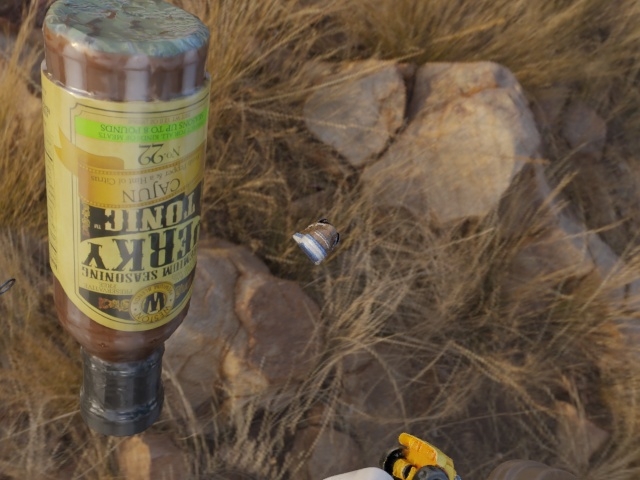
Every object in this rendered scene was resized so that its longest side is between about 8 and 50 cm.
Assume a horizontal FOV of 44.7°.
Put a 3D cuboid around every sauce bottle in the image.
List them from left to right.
[{"bbox_3d":[-0.144,0.001,0.578,0.111,0.345,0.111,6,33,-4],"label":"sauce bottle"}]

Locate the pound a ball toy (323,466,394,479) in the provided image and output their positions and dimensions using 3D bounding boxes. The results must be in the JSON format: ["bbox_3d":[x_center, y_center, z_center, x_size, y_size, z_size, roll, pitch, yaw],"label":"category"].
[{"bbox_3d":[0.016,0.405,0.985,0.208,0.135,0.319,65,25,-11],"label":"pound a ball toy"}]

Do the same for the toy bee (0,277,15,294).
[{"bbox_3d":[-0.637,0.115,1.152,0.162,0.195,0.298,47,45,-7],"label":"toy bee"}]

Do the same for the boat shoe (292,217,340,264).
[{"bbox_3d":[0.000,0.000,1.332,0.066,0.183,0.066,-41,98,-3],"label":"boat shoe"}]

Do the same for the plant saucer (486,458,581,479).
[{"bbox_3d":[0.227,0.305,0.629,0.278,0.041,0.278,39,31,-28],"label":"plant saucer"}]

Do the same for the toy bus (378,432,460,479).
[{"bbox_3d":[0.198,0.474,1.350,0.211,0.149,0.220,24,83,-21],"label":"toy bus"}]
